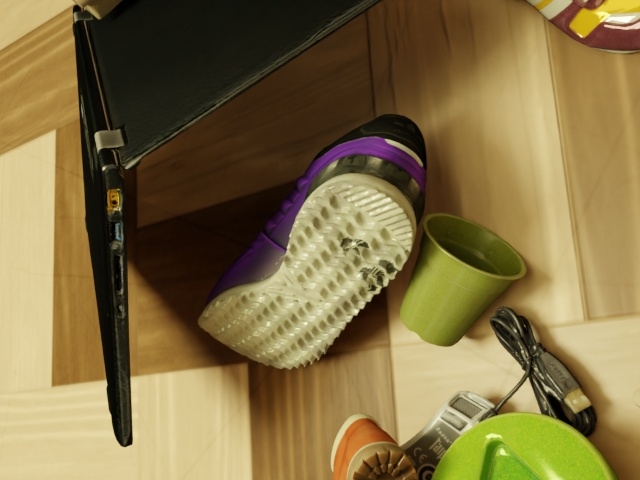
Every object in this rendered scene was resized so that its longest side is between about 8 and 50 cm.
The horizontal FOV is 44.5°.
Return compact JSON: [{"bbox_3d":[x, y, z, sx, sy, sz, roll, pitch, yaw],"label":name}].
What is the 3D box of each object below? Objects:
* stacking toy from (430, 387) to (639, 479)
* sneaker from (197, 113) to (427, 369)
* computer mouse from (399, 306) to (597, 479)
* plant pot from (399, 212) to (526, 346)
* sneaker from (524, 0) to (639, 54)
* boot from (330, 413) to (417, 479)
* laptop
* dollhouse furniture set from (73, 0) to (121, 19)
[{"bbox_3d":[0.216,0.224,0.453,0.309,0.130,0.280,-32,47,23],"label":"stacking toy"},{"bbox_3d":[0.001,0.000,0.659,0.293,0.102,0.146,-43,20,47],"label":"sneaker"},{"bbox_3d":[0.108,0.149,0.577,0.193,0.042,0.106,-49,60,16],"label":"computer mouse"},{"bbox_3d":[0.098,0.034,0.587,0.083,0.083,0.079,45,124,35],"label":"plant pot"},{"bbox_3d":[0.168,-0.194,0.557,0.185,0.084,0.070,41,108,37],"label":"sneaker"},{"bbox_3d":[0.035,0.203,0.557,0.084,0.059,0.158,-136,48,-72],"label":"boot"},{"bbox_3d":[-0.096,-0.106,0.719,0.382,0.236,0.408,-120,31,-54],"label":"laptop"},{"bbox_3d":[-0.205,-0.438,0.761,0.355,0.174,0.303,-46,52,-7],"label":"dollhouse furniture set"}]
